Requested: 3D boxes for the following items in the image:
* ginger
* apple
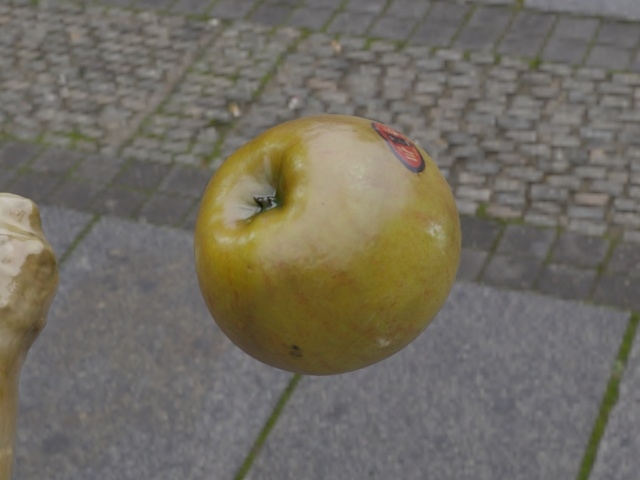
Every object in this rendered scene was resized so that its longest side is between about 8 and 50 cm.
[{"bbox_3d":[-0.205,0.061,0.853,0.122,0.115,0.193,-27,74,13],"label":"ginger"},{"bbox_3d":[0.000,0.000,0.925,0.182,0.155,0.182,-14,63,30],"label":"apple"}]
